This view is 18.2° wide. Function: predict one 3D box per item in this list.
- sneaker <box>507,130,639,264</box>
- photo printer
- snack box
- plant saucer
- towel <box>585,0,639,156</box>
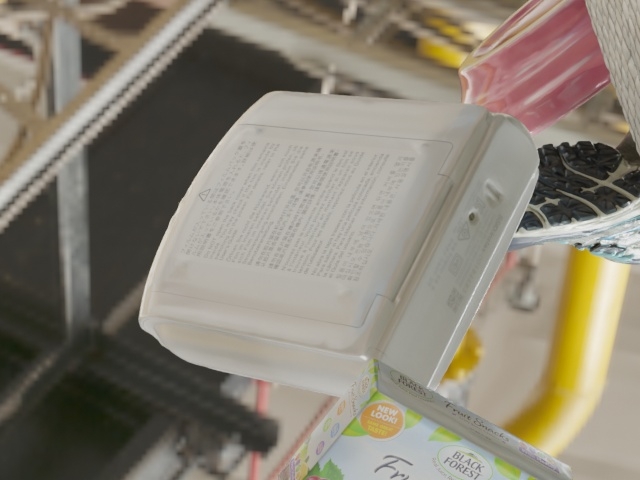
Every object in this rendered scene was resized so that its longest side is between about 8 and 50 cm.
[{"bbox_3d":[0.259,-0.022,1.781,0.283,0.122,0.110,-16,-140,-26],"label":"sneaker"},{"bbox_3d":[0.000,0.000,1.631,0.308,0.107,0.256,7,-118,44],"label":"photo printer"},{"bbox_3d":[0.061,0.141,1.136,0.141,0.100,0.037,29,-155,-18],"label":"snack box"},{"bbox_3d":[0.255,-0.211,1.922,0.084,0.332,0.332,51,-132,-7],"label":"plant saucer"},{"bbox_3d":[0.262,-0.201,1.432,0.121,0.235,0.283,-14,-121,1],"label":"towel"}]
